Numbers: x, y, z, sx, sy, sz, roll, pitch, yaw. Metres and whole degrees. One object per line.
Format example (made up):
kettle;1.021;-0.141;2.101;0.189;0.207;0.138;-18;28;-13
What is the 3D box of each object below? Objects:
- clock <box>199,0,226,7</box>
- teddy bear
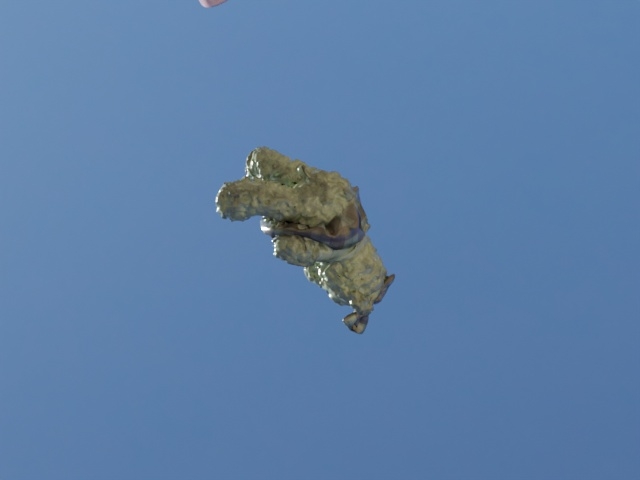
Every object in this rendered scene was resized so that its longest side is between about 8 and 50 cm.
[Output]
clock;0.025;-0.239;1.078;0.290;0.080;0.275;-44;-154;-27
teddy bear;0.008;-0.014;1.945;0.213;0.111;0.133;45;-141;-12
